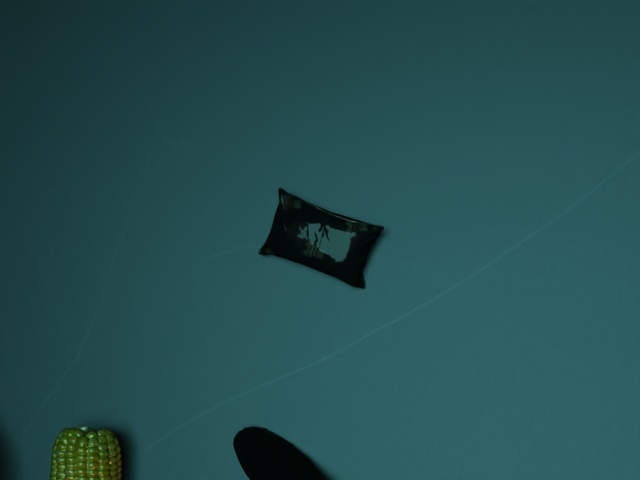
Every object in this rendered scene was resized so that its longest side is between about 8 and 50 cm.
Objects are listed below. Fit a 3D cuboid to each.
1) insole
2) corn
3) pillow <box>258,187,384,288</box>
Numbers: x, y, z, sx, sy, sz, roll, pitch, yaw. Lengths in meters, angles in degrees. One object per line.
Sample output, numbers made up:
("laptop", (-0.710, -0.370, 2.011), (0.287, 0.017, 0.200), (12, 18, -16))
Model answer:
("insole", (-0.005, 0.331, 1.739), (0.309, 0.110, 0.012), (39, 120, 31))
("corn", (-0.306, 0.362, 1.820), (0.093, 0.093, 0.244), (0, 84, 9))
("pillow", (0.000, 0.000, 1.834), (0.150, 0.048, 0.090), (21, 85, 8))
